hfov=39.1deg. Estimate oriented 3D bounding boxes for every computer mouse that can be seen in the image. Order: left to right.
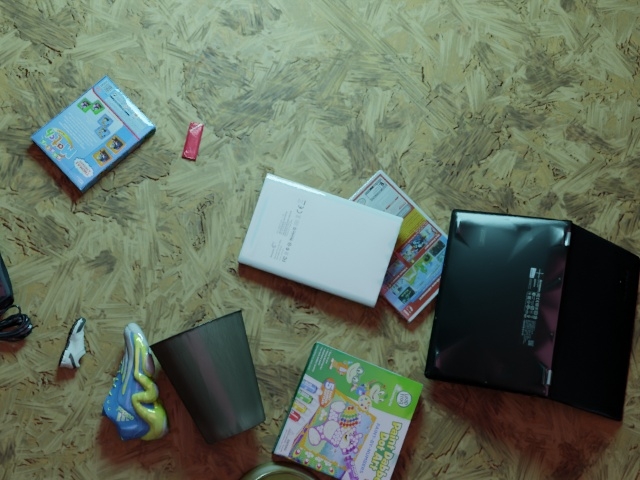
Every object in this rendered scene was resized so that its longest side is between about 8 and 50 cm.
[{"bbox_3d":[-0.704,0.083,1.832,0.188,0.072,0.272,-12,92,-12],"label":"computer mouse"}]

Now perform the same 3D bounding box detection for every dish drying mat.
[{"bbox_3d":[-0.280,-0.220,1.982,0.032,0.008,0.083,13,76,-6],"label":"dish drying mat"}]

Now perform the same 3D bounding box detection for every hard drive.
[{"bbox_3d":[0.000,0.000,1.934,0.307,0.040,0.203,18,84,1],"label":"hard drive"}]

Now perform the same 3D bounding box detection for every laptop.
[{"bbox_3d":[0.476,0.164,1.985,0.407,0.236,0.382,7,75,19],"label":"laptop"}]

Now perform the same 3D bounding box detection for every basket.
[{"bbox_3d":[-0.211,0.280,1.813,0.204,0.154,0.227,-19,85,-28],"label":"basket"}]

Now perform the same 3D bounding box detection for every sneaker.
[{"bbox_3d":[-0.499,0.212,1.848,0.043,0.040,0.109,21,79,-20],"label":"sneaker"},{"bbox_3d":[-0.390,0.292,1.814,0.126,0.091,0.240,-15,81,-10],"label":"sneaker"}]

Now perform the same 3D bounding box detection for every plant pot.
[{"bbox_3d":[-0.074,0.554,1.791,0.236,0.032,0.236,8,62,-15],"label":"plant pot"}]

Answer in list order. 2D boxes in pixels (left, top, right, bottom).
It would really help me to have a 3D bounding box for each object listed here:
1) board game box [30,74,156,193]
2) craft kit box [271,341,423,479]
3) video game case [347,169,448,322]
[{"bbox_3d":[-0.487,-0.229,1.940,0.211,0.039,0.160,-43,86,-15],"label":"board game box"},{"bbox_3d":[0.058,0.372,1.878,0.246,0.061,0.250,22,76,-5],"label":"craft kit box"},{"bbox_3d":[0.162,0.011,1.985,0.285,0.025,0.204,45,76,4],"label":"video game case"}]
